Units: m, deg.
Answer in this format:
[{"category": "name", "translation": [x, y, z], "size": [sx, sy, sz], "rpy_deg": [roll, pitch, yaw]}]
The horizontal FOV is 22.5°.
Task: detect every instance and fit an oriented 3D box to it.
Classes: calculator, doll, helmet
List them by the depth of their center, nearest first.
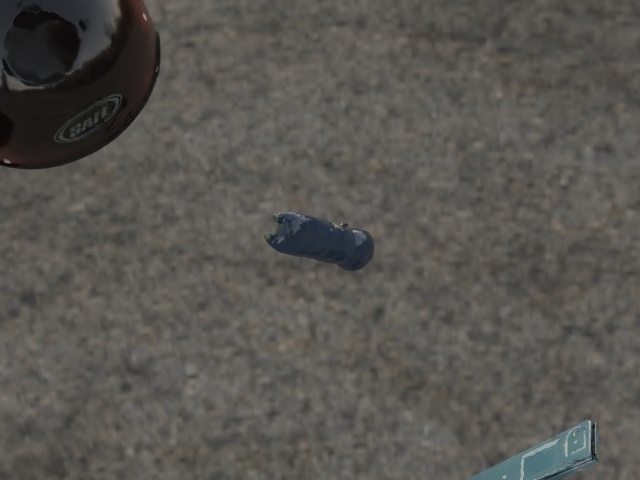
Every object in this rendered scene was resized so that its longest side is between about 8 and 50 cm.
[{"category": "helmet", "translation": [-0.227, -0.156, 1.257], "size": [0.189, 0.193, 0.216], "rpy_deg": [-34, 59, -7]}, {"category": "doll", "translation": [0.000, 0.000, 1.276], "size": [0.027, 0.037, 0.125], "rpy_deg": [32, 10, 40]}, {"category": "calculator", "translation": [0.161, 0.203, 1.363], "size": [0.172, 0.018, 0.057], "rpy_deg": [-30, 19, 22]}]
